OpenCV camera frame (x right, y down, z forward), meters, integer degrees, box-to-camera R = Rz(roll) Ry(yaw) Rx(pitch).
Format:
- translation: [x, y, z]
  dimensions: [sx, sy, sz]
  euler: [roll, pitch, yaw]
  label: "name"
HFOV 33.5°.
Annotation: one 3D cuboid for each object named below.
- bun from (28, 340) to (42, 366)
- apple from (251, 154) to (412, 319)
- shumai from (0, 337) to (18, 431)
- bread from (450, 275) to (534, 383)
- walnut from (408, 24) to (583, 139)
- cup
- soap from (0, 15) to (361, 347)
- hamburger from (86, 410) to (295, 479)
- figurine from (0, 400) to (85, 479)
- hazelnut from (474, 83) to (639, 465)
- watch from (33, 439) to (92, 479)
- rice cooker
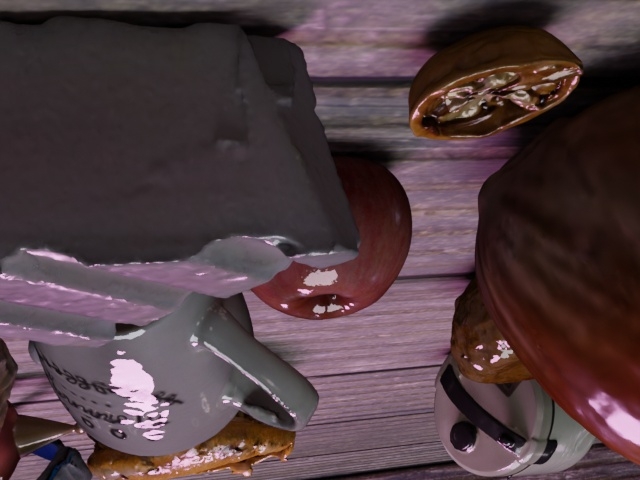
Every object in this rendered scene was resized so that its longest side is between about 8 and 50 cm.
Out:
- translation: [-0.293, 0.122, 1.221]
  dimensions: [0.083, 0.045, 0.083]
  euler: [-11, 166, -3]
  label: "bun"
- translation: [0.000, 0.000, 0.878]
  dimensions: [0.153, 0.120, 0.153]
  euler: [-7, 162, -2]
  label: "apple"
- translation: [-0.495, 0.187, 1.102]
  dimensions: [0.262, 0.314, 0.267]
  euler: [24, 142, 15]
  label: "shumai"
- translation: [0.262, 0.090, 1.280]
  dimensions: [0.230, 0.123, 0.230]
  euler: [-10, 157, -4]
  label: "bread"
- translation: [0.110, -0.111, 0.705]
  dimensions: [0.121, 0.052, 0.091]
  euler: [-20, 158, 23]
  label: "walnut"
- translation: [-0.120, 0.077, 0.892]
  dimensions: [0.258, 0.186, 0.234]
  euler: [24, 157, 10]
  label: "cup"
- translation: [-0.161, -0.047, 0.593]
  dimensions: [0.258, 0.158, 0.302]
  euler: [-16, 163, 30]
  label: "soap"
- translation: [-0.186, 0.265, 1.524]
  dimensions: [0.319, 0.158, 0.318]
  euler: [-9, 161, -3]
  label: "hamburger"
- translation: [-0.509, 0.272, 1.416]
  dimensions: [0.387, 0.207, 0.166]
  euler: [-19, -164, -1]
  label: "figurine"
- translation: [0.303, 0.028, 0.859]
  dimensions: [0.372, 0.315, 0.372]
  euler: [12, 140, 10]
  label: "hazelnut"
- translation: [-0.468, 0.368, 1.457]
  dimensions: [0.275, 0.276, 0.068]
  euler: [3, 132, 46]
  label: "watch"
- translation: [0.307, 0.262, 1.687]
  dimensions: [0.244, 0.226, 0.226]
  euler: [6, 157, -42]
  label: "rice cooker"
